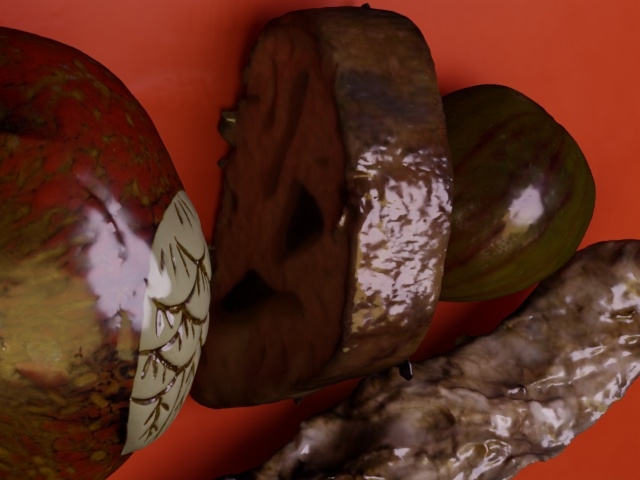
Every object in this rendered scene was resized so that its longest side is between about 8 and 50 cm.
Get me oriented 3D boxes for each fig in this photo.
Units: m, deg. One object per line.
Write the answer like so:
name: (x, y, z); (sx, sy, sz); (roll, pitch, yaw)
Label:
fig: (0.053, 0.007, 0.972); (0.236, 0.124, 0.124); (-38, 128, 11)

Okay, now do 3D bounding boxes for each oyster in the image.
oyster: (0.070, 0.120, 1.027); (0.396, 0.111, 0.204); (-31, 170, -13)

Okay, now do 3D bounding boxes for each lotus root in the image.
lotus root: (0.000, 0.000, 0.902); (0.074, 0.170, 0.261); (1, 109, -33)

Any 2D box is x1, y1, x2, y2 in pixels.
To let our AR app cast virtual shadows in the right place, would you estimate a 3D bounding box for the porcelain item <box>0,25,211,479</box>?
porcelain item: (-0.159, 0.011, 0.806); (0.253, 0.253, 0.253); (-13, 120, -23)
